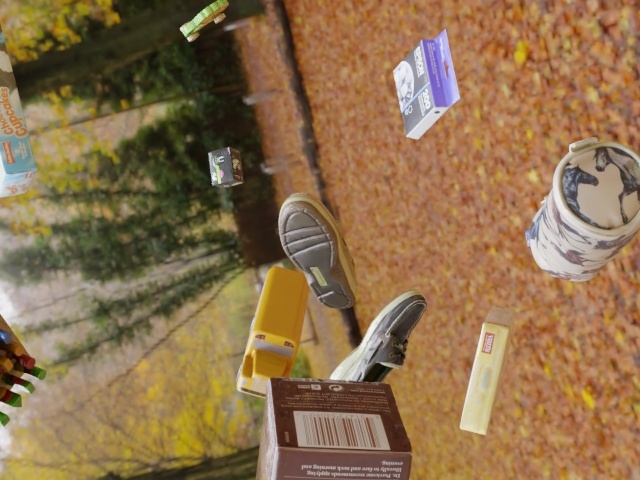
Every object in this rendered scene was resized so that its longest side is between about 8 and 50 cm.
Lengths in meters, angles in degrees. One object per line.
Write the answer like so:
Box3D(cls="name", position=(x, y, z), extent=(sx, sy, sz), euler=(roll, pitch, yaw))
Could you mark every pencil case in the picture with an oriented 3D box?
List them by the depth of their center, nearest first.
Box3D(cls="pencil case", position=(0.463, -0.048, 1.645), extent=(0.183, 0.160, 0.410), euler=(59, 178, 14))

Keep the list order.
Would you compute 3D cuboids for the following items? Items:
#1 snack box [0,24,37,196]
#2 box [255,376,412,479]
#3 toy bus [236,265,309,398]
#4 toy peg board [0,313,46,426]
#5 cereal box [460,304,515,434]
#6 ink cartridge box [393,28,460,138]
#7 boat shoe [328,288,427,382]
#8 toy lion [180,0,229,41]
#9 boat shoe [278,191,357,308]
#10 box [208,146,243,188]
Box3D(cls="snack box", position=(-0.569, -0.250, 1.629), extent=(0.187, 0.060, 0.322), euler=(-22, 82, 65))
Box3D(cls="box", position=(0.008, 0.303, 1.182), extent=(0.167, 0.168, 0.203), euler=(-107, 24, -67))
Box3D(cls="toy bus", position=(-0.097, 0.200, 2.034), extent=(0.332, 0.108, 0.130), euler=(-80, 8, -60))
Box3D(cls="toy peg board", position=(-0.583, 0.242, 1.688), extent=(0.161, 0.079, 0.160), euler=(-56, -31, -33))
Box3D(cls="cereal box", position=(0.278, 0.205, 1.531), extent=(0.240, 0.047, 0.173), euler=(-7, -71, -75))
Box3D(cls="ink cartridge box", position=(0.265, -0.397, 2.366), extent=(0.208, 0.045, 0.206), euler=(-43, 49, 54))
Box3D(cls="boat shoe", position=(0.103, 0.179, 1.487), extent=(0.080, 0.223, 0.073), euler=(24, -161, -51))
Box3D(cls="toy lion", position=(-0.214, -0.415, 1.737), extent=(0.034, 0.100, 0.096), euler=(54, 179, -7))
Box3D(cls="boat shoe", position=(0.000, 0.000, 1.096), extent=(0.190, 0.068, 0.072), euler=(70, -153, -48))
Box3D(cls="box", position=(-0.227, -0.174, 2.244), extent=(0.052, 0.062, 0.083), euler=(16, -117, -65))
